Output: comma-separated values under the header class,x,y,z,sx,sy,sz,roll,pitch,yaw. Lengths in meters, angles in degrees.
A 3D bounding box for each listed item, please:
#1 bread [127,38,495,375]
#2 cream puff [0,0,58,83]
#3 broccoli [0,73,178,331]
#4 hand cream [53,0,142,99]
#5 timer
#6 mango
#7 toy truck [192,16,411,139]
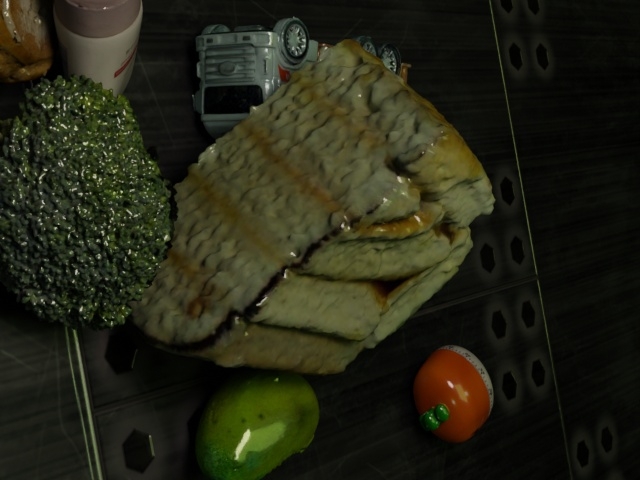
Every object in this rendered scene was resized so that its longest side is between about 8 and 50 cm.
class,x,y,z,sx,sy,sz,roll,pitch,yaw
bread,-0.004,0.008,1.343,0.395,0.239,0.264,-44,141,0
cream puff,-0.314,-0.212,1.156,0.144,0.103,0.126,11,74,-79
broccoli,-0.237,-0.028,1.173,0.226,0.198,0.176,76,-9,-54
hand cream,-0.221,-0.180,1.219,0.248,0.083,0.133,102,8,-61
timer,0.181,0.223,1.703,0.136,0.099,0.136,27,51,-40
mango,-0.075,0.204,1.366,0.178,0.119,0.100,-49,139,-46
toy truck,-0.020,-0.175,1.504,0.305,0.136,0.162,1,91,-54
